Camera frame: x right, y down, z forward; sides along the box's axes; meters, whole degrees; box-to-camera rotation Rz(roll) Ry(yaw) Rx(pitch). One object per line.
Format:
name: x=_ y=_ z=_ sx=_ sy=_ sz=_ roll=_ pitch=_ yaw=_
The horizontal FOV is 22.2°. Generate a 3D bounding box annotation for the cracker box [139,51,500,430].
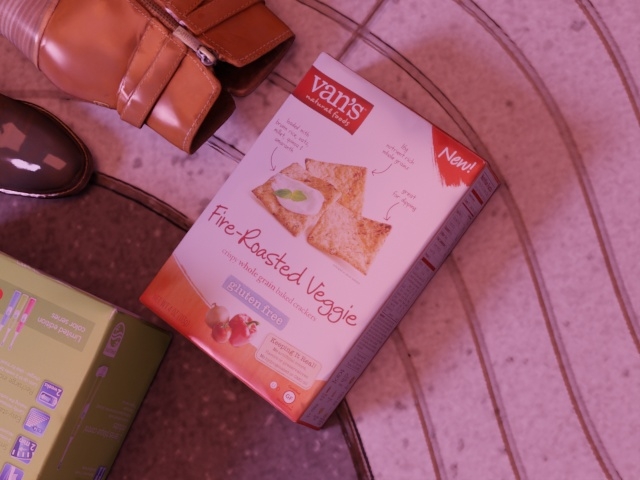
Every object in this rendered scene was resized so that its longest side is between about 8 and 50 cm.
cracker box: x=0.000 y=0.000 z=1.198 sx=0.156 sy=0.067 sz=0.232 roll=36 pitch=88 yaw=20

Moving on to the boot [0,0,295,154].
boot: x=-0.108 y=-0.223 z=1.266 sx=0.220 sy=0.109 sz=0.283 roll=34 pitch=77 yaw=13

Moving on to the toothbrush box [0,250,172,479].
toothbrush box: x=-0.272 y=0.147 z=1.213 sx=0.206 sy=0.122 sz=0.283 roll=22 pitch=83 yaw=19

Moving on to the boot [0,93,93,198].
boot: x=-0.287 y=-0.098 z=1.282 sx=0.219 sy=0.106 sz=0.082 roll=24 pitch=85 yaw=20
